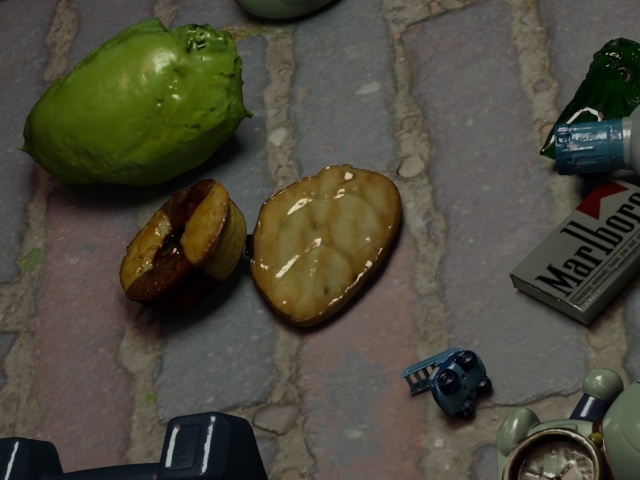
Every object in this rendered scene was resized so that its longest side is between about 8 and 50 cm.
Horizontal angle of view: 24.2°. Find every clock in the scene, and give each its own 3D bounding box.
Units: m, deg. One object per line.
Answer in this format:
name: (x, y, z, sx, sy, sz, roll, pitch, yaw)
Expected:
clock: (0.296, 0.209, 1.431, 0.243, 0.146, 0.199, -15, 49, 18)

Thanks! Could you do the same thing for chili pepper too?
chili pepper: (0.344, -0.162, 1.828, 0.098, 0.061, 0.224, 13, 54, 27)

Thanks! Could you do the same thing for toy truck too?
toy truck: (0.135, 0.152, 1.635, 0.090, 0.056, 0.073, 7, 46, 48)

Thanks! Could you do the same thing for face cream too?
face cream: (0.437, -0.119, 1.702, 0.336, 0.080, 0.163, -4, 39, 15)

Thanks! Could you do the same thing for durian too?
durian: (-0.255, -0.179, 2.055, 0.339, 0.204, 0.256, -35, 28, 4)

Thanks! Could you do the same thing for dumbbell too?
dumbbell: (-0.224, 0.274, 1.621, 0.325, 0.160, 0.144, -10, 14, 18)

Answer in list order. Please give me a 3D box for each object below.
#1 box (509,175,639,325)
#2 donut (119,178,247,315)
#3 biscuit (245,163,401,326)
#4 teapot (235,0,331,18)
box: (0.314, 0.010, 1.692, 0.177, 0.036, 0.115, -42, 42, -16)
donut: (-0.166, 0.013, 1.871, 0.184, 0.073, 0.166, -51, 36, -4)
biscuit: (0.001, 0.004, 1.853, 0.203, 0.041, 0.260, -4, 48, 18)
teapot: (-0.011, -0.469, 2.234, 0.220, 0.149, 0.318, 21, 61, 37)
